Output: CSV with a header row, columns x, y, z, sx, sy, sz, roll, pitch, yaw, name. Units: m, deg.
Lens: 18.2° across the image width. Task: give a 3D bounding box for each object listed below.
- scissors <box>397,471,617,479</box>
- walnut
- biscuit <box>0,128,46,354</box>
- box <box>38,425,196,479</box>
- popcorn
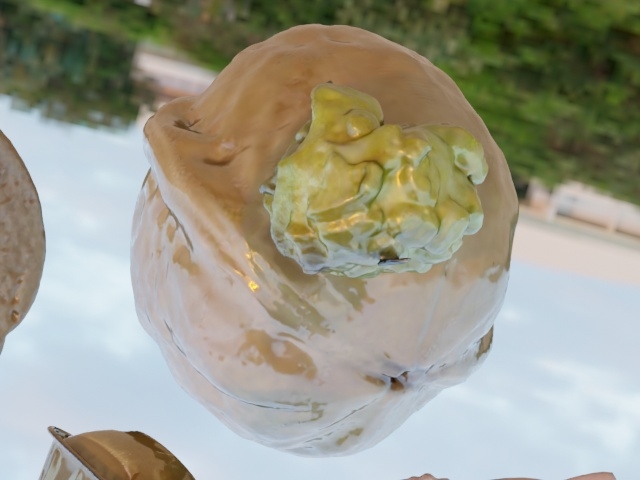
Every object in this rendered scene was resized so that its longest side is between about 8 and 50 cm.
x,y,z,sx,sy,sz,roll,pitch,yaw,name
0.016,0.182,1.074,0.317,0.160,0.024,-12,-133,17,scissors
0.000,0.000,1.733,0.381,0.381,0.381,15,-170,-3,walnut
-0.252,-0.004,1.130,0.208,0.181,0.049,53,164,-28,biscuit
-0.135,0.186,1.378,0.111,0.111,0.177,8,-169,-33,box
0.039,-0.034,1.450,0.173,0.142,0.173,18,168,4,popcorn
